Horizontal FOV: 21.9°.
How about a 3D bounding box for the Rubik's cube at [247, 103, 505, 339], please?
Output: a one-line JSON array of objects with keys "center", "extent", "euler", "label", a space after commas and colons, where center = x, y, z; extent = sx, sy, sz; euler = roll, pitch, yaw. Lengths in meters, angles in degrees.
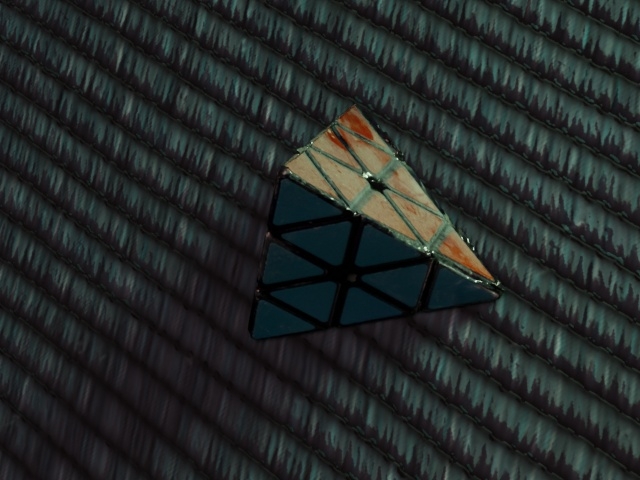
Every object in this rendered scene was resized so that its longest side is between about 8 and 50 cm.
[{"center": [0.000, 0.000, 1.307], "extent": [0.178, 0.211, 0.190], "euler": [-46, 26, 25], "label": "Rubik's cube"}]
